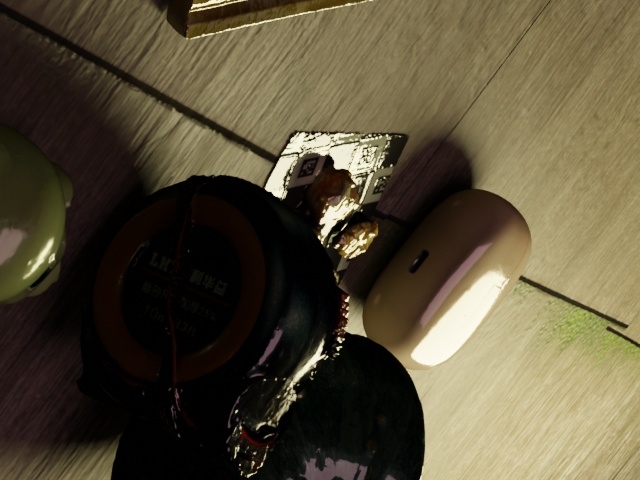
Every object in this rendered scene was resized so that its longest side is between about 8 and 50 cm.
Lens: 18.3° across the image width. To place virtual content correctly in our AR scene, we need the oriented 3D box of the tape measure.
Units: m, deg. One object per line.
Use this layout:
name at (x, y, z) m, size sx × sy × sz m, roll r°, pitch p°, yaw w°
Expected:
tape measure at (-0.089, 0.059, 1.626) m, size 0.135 × 0.202 × 0.223 m, roll 30°, pitch 82°, yaw -57°

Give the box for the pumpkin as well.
pumpkin at (-0.073, 0.190, 1.771) m, size 0.197 × 0.263 × 0.293 m, roll 24°, pitch 117°, yaw -28°

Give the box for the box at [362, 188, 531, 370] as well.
box at (0.128, 0.040, 2.001) m, size 0.200 × 0.088 × 0.146 m, roll -51°, pitch 150°, yaw 5°

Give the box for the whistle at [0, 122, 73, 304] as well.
whistle at (-0.250, -0.015, 1.454) m, size 0.141 × 0.141 × 0.294 m, roll -45°, pitch -179°, yaw -7°

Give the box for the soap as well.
soap at (-0.014, -0.224, 1.579) m, size 0.252 × 0.037 × 0.092 m, roll -17°, pitch 135°, yaw -42°

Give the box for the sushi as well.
sushi at (0.000, 0.000, 1.840) m, size 0.192 × 0.040 × 0.210 m, roll -3°, pitch 126°, yaw -51°
